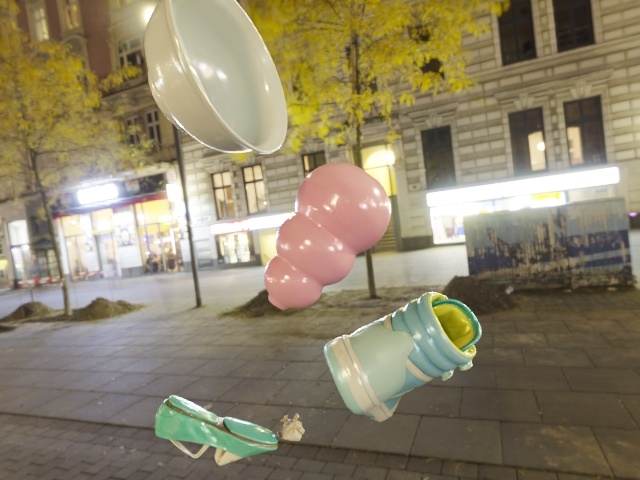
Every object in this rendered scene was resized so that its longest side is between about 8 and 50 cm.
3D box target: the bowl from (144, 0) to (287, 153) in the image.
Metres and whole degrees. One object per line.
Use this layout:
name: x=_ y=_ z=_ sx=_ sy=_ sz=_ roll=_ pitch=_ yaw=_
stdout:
bowl: x=-0.189 y=-0.271 z=0.694 sx=0.134 sy=0.297 sz=0.298 roll=-16 pitch=-2 yaw=25

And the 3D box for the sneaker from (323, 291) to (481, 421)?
sneaker: x=0.143 y=0.181 z=0.632 sx=0.208 sy=0.127 sz=0.319 roll=-28 pitch=-23 yaw=4

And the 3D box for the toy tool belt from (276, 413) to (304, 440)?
toy tool belt: x=-0.063 y=0.393 z=0.866 sx=0.052 sy=0.051 sz=0.083 roll=16 pitch=-25 yaw=-15

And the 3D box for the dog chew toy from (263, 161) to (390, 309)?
dog chew toy: x=0.000 y=0.000 z=0.870 sx=0.207 sy=0.331 sz=0.206 roll=35 pitch=-4 yaw=3

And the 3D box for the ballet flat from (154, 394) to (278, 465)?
ballet flat: x=-0.206 y=0.384 z=0.798 sx=0.248 sy=0.087 sz=0.083 roll=29 pitch=-7 yaw=-17
